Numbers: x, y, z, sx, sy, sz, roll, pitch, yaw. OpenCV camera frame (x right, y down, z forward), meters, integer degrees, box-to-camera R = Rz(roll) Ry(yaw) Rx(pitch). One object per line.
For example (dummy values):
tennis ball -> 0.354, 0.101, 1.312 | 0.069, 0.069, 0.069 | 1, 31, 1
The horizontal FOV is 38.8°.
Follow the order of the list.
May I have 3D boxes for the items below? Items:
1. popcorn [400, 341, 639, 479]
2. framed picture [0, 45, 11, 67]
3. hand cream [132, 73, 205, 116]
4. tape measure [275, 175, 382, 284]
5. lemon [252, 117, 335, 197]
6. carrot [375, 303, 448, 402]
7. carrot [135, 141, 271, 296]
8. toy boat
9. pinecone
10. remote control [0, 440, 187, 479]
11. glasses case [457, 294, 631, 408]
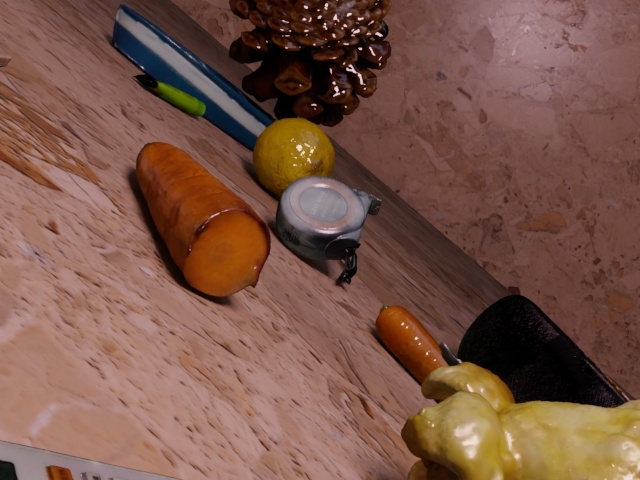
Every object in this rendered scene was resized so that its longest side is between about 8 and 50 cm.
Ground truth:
popcorn -> 0.135, 0.160, 0.529 | 0.195, 0.173, 0.168 | 17, -36, 15
framed picture -> -0.326, -0.168, 0.485 | 0.213, 0.016, 0.289 | 42, 17, 7
hand cream -> -0.199, -0.196, 1.221 | 0.036, 0.023, 0.122 | 22, -1, 33
tape measure -> -0.001, 0.004, 1.051 | 0.107, 0.104, 0.179 | 19, -27, 4
lemon -> -0.036, -0.108, 1.201 | 0.109, 0.109, 0.133 | 37, 4, -24
carrot -> 0.139, 0.153, 0.885 | 0.248, 0.043, 0.043 | 46, 11, 25
carrot -> -0.107, -0.037, 0.712 | 0.072, 0.072, 0.205 | 33, 10, -40
toy boat -> -0.187, -0.236, 1.341 | 0.299, 0.061, 0.096 | 36, 11, -30
pinecone -> -0.011, -0.289, 1.395 | 0.264, 0.264, 0.264 | 39, 9, -8
remote control -> -0.070, 0.106, 0.306 | 0.166, 0.029, 0.065 | 26, 17, -40
glasses case -> 0.242, 0.162, 0.998 | 0.082, 0.122, 0.321 | 35, 11, -23
